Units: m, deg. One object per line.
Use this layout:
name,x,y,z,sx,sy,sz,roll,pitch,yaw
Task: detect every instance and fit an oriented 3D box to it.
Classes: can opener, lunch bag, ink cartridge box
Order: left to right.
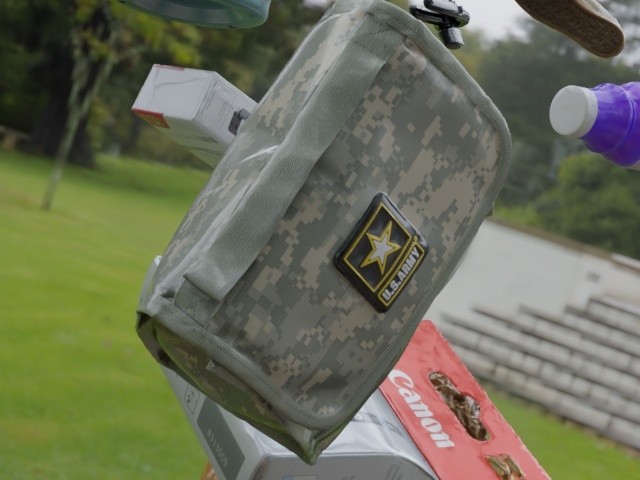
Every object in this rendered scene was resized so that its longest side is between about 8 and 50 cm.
ink cartridge box,-0.115,-0.130,1.710,0.109,0.063,0.150,12,-16,44
lunch bag,0.000,0.000,0.986,0.169,0.235,0.287,33,-11,11
ink cartridge box,0.038,0.143,1.588,0.385,0.091,0.308,2,34,-31
can opener,0.186,-0.344,2.351,0.073,0.059,0.186,62,17,16

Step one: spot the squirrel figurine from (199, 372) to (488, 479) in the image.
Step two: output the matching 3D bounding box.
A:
squirrel figurine,0.026,0.309,2.103,0.370,0.397,0.281,12,26,2

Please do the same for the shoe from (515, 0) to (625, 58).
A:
shoe,0.356,-0.343,2.258,0.219,0.076,0.058,42,22,7

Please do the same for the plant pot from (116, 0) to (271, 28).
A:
plant pot,-0.129,-0.379,1.709,0.272,0.255,0.271,9,-5,1

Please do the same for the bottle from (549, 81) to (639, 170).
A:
bottle,0.427,-0.154,2.073,0.283,0.118,0.092,7,39,-38
